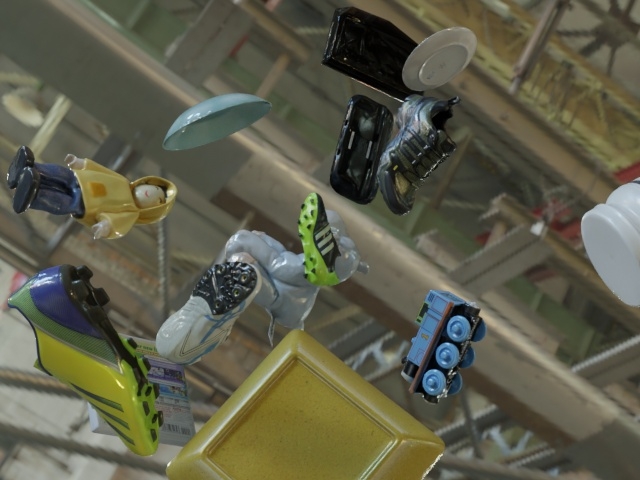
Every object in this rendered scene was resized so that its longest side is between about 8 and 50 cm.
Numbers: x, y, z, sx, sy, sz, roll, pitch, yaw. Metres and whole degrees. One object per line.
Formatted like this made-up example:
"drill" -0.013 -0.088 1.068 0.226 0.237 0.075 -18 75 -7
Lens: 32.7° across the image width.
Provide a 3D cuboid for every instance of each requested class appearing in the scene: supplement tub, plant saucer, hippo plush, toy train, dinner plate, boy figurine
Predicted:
"supplement tub" 0.569 -0.030 1.701 0.191 0.272 0.191 60 -9 17
"plant saucer" -0.176 -0.204 1.805 0.195 0.194 0.038 -33 -101 60
"plant saucer" -0.028 0.335 1.721 0.332 0.333 0.081 36 -19 21
"hippo plush" -0.047 0.045 2.268 0.236 0.294 0.234 -38 -48 22
"toy train" 0.196 0.172 1.777 0.105 0.184 0.080 31 15 36
"dinner plate" 0.201 -0.297 1.814 0.141 0.141 0.017 85 -19 -59
"boy figurine" -0.360 -0.068 1.780 0.285 0.177 0.092 10 -49 -35

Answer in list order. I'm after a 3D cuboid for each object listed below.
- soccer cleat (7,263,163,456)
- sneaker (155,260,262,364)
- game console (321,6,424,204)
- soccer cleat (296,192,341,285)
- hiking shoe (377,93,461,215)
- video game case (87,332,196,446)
"soccer cleat" -0.298 0.162 1.404 0.121 0.093 0.289 -22 -68 6
"sneaker" -0.152 0.105 1.590 0.086 0.085 0.237 12 -40 -38
"game console" 0.084 -0.250 2.038 0.213 0.362 0.044 22 -18 -24
"soccer cleat" 0.000 0.000 2.005 0.072 0.179 0.060 12 -24 -37
"hiking shoe" 0.176 -0.152 1.903 0.114 0.227 0.086 3 -16 43
"video game case" -0.309 0.250 1.852 0.212 0.193 0.023 20 -47 -43
